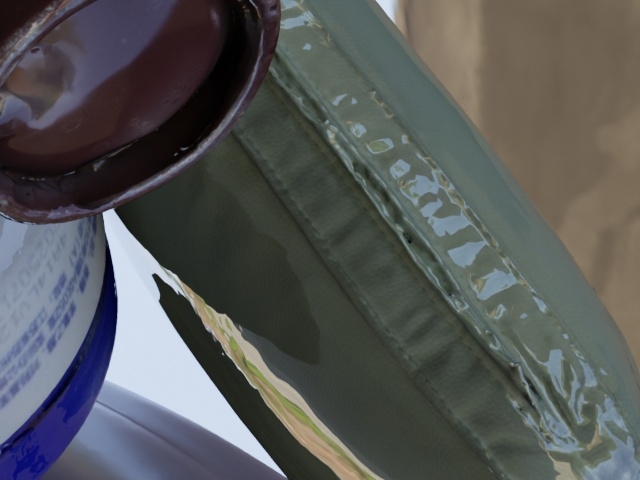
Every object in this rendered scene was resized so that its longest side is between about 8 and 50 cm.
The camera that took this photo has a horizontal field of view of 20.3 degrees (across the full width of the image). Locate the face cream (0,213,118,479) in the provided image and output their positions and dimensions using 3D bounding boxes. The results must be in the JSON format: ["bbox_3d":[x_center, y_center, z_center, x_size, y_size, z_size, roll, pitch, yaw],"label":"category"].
[{"bbox_3d":[-0.177,0.005,0.606,0.206,0.206,0.111,50,-22,35],"label":"face cream"}]

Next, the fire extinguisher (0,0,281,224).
[{"bbox_3d":[-0.116,-0.130,0.508,0.269,0.105,0.105,53,-40,28],"label":"fire extinguisher"}]

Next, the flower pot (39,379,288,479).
[{"bbox_3d":[-0.144,0.215,1.100,0.243,0.265,0.265,35,-51,30],"label":"flower pot"}]

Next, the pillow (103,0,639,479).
[{"bbox_3d":[0.000,0.000,0.655,0.322,0.120,0.255,52,-12,21],"label":"pillow"}]
